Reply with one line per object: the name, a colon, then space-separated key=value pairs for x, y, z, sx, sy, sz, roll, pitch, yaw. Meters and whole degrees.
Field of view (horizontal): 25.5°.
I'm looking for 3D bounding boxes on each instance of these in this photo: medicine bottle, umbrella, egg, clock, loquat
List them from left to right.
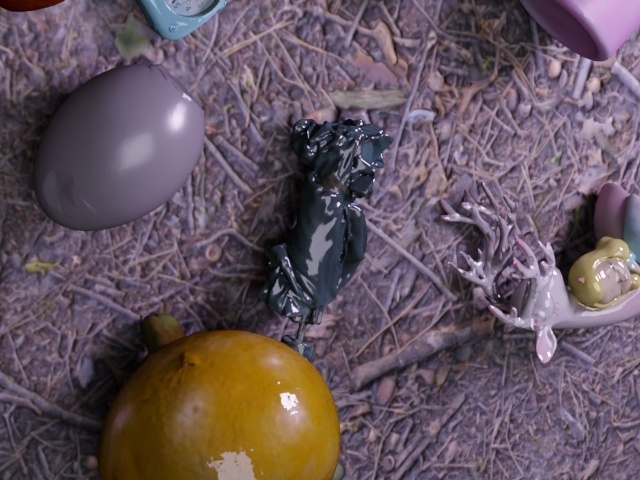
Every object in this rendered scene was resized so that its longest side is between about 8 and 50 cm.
egg: x=-0.251 y=-0.111 z=1.734 sx=0.232 sy=0.176 sz=0.176 roll=-39 pitch=121 yaw=-2
clock: x=-0.162 y=-0.328 z=1.772 sx=0.147 sy=0.045 sz=0.108 roll=-34 pitch=121 yaw=-12
loquat: x=-0.142 y=0.250 z=1.865 sx=0.328 sy=0.328 sz=0.359 roll=-24 pitch=75 yaw=-17
umbrella: x=-0.003 y=-0.001 z=1.946 sx=0.143 sy=0.094 sz=0.348 roll=11 pitch=99 yaw=-10
medicine bottle: x=0.421 y=-0.408 z=1.951 sx=0.290 sy=0.178 sz=0.178 roll=-49 pitch=122 yaw=-2

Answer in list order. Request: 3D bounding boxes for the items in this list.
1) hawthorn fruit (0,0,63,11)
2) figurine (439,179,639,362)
hawthorn fruit: x=-0.335 y=-0.333 z=1.639 sx=0.138 sy=0.133 sz=0.133 roll=-35 pitch=121 yaw=1
figurine: x=0.343 y=0.024 z=2.086 sx=0.316 sy=0.206 sz=0.284 roll=-32 pitch=126 yaw=-19
